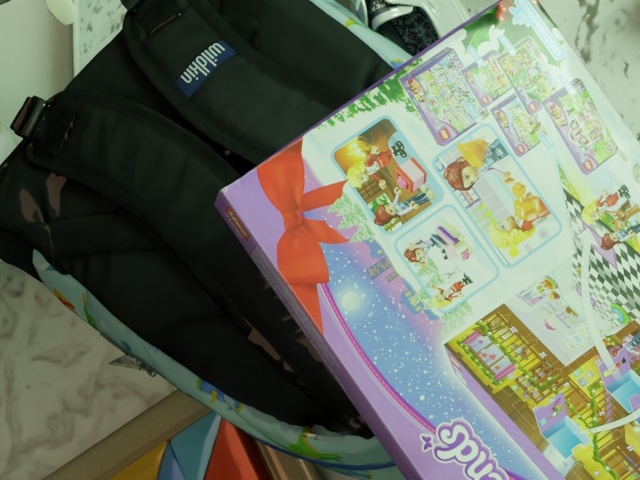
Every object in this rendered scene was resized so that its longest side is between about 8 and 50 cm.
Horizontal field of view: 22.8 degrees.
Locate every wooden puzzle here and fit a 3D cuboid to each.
[{"bbox_3d":[-0.091,0.218,1.102,0.221,0.044,0.239,-35,61,16],"label":"wooden puzzle"}]

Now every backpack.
[{"bbox_3d":[0.000,0.000,1.015,0.290,0.273,0.355,-51,44,-8],"label":"backpack"}]

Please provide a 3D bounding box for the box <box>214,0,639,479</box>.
[{"bbox_3d":[0.108,0.040,0.846,0.201,0.057,0.293,-34,88,-10],"label":"box"}]

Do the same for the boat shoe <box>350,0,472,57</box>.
[{"bbox_3d":[0.050,-0.160,1.070,0.066,0.063,0.184,-22,108,30],"label":"boat shoe"}]

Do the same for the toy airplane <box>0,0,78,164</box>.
[{"bbox_3d":[-0.339,-0.090,1.144,0.386,0.272,0.384,-15,50,60],"label":"toy airplane"}]

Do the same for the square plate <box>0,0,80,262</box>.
[{"bbox_3d":[-0.329,-0.120,1.336,0.347,0.049,0.344,-14,68,25],"label":"square plate"}]
